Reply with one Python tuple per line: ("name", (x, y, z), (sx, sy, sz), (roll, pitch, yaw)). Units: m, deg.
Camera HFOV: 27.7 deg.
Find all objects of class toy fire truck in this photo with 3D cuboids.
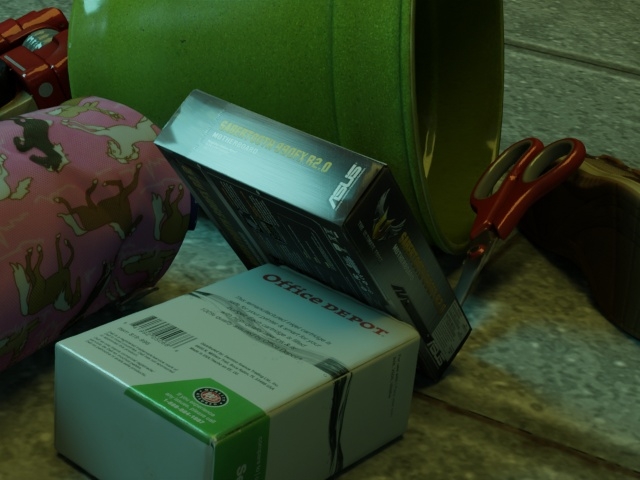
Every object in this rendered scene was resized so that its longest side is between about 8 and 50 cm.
("toy fire truck", (-0.264, -0.173, 1.339), (0.246, 0.158, 0.217), (-34, 39, -19))

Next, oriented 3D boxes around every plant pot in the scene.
("plant pot", (-0.033, -0.172, 1.238), (0.353, 0.367, 0.366), (1, 22, 20))

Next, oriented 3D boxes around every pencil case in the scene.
("pencil case", (-0.248, 0.020, 0.923), (0.167, 0.160, 0.386), (38, 33, 12))

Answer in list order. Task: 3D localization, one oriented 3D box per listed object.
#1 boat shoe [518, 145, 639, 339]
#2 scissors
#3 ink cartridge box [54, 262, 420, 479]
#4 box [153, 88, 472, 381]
("boat shoe", (0.295, -0.006, 1.171), (0.123, 0.123, 0.342), (-4, 20, -17))
("scissors", (0.138, 0.004, 1.140), (0.109, 0.021, 0.297), (-4, 40, 49))
("ink cartridge box", (-0.053, 0.101, 0.883), (0.153, 0.087, 0.208), (25, 30, 35))
("box", (0.000, 0.000, 0.974), (0.183, 0.231, 0.056), (25, 70, 35))
